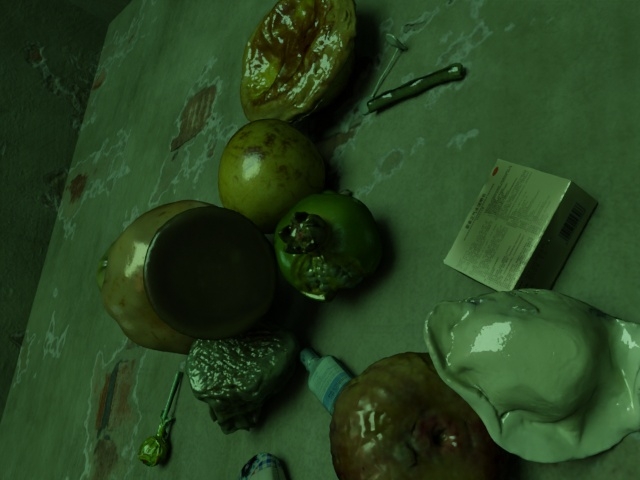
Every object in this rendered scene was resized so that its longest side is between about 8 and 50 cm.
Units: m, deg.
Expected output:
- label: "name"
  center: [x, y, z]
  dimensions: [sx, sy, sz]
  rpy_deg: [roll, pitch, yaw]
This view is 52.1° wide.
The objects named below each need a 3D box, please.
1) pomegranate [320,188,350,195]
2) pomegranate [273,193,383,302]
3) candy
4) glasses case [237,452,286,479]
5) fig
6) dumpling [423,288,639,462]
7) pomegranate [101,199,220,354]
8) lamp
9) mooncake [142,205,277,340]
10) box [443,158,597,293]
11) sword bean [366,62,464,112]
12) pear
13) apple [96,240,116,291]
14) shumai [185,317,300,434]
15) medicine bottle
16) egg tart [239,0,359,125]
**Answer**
- label: "pomegranate"
  center: [0.029, -0.092, 1.551]
  dimensions: [0.073, 0.073, 0.085]
  rpy_deg: [-10, 46, 47]
- label: "pomegranate"
  center: [0.000, 0.000, 1.352]
  dimensions: [0.235, 0.302, 0.236]
  rpy_deg: [-7, 73, 21]
- label: "candy"
  center: [-0.427, 0.488, 1.803]
  dimensions: [0.077, 0.073, 0.262]
  rpy_deg: [1, 63, 31]
- label: "glasses case"
  center: [-0.103, 0.593, 1.331]
  dimensions: [0.125, 0.076, 0.327]
  rpy_deg: [-47, 40, 25]
- label: "fig"
  center: [0.143, 0.324, 1.106]
  dimensions: [0.368, 0.286, 0.286]
  rpy_deg: [137, 150, -77]
- label: "dumpling"
  center: [0.309, 0.192, 0.956]
  dimensions: [0.318, 0.187, 0.243]
  rpy_deg: [3, 86, 10]
- label: "pomegranate"
  center: [-0.337, 0.097, 1.631]
  dimensions: [0.411, 0.411, 0.412]
  rpy_deg: [-27, 52, 40]
- label: "lamp"
  center: [0.140, -0.402, 1.598]
  dimensions: [0.050, 0.056, 0.198]
  rpy_deg: [42, 108, 48]
- label: "mooncake"
  center: [-0.235, 0.069, 1.400]
  dimensions: [0.155, 0.284, 0.285]
  rpy_deg: [173, 116, -73]
- label: "box"
  center: [0.333, -0.013, 1.115]
  dimensions: [0.168, 0.095, 0.212]
  rpy_deg: [32, 96, 51]
- label: "sword bean"
  center: [0.212, -0.347, 1.489]
  dimensions: [0.269, 0.038, 0.043]
  rpy_deg: [-13, 56, 45]
- label: "pear"
  center: [-0.122, -0.158, 1.605]
  dimensions: [0.280, 0.280, 0.281]
  rpy_deg: [-27, 52, 40]
- label: "apple"
  center: [-0.548, 0.103, 2.011]
  dimensions: [0.262, 0.262, 0.262]
  rpy_deg: [-27, 52, 40]
- label: "shumai"
  center: [-0.162, 0.299, 1.508]
  dimensions: [0.260, 0.222, 0.225]
  rpy_deg: [-32, 51, -7]
- label: "medicine bottle"
  center: [0.017, 0.291, 1.368]
  dimensions: [0.090, 0.053, 0.208]
  rpy_deg: [-62, 34, 7]
- label: "egg tart"
  center: [-0.041, -0.479, 1.753]
  dimensions: [0.443, 0.178, 0.443]
  rpy_deg: [-24, 55, 39]
